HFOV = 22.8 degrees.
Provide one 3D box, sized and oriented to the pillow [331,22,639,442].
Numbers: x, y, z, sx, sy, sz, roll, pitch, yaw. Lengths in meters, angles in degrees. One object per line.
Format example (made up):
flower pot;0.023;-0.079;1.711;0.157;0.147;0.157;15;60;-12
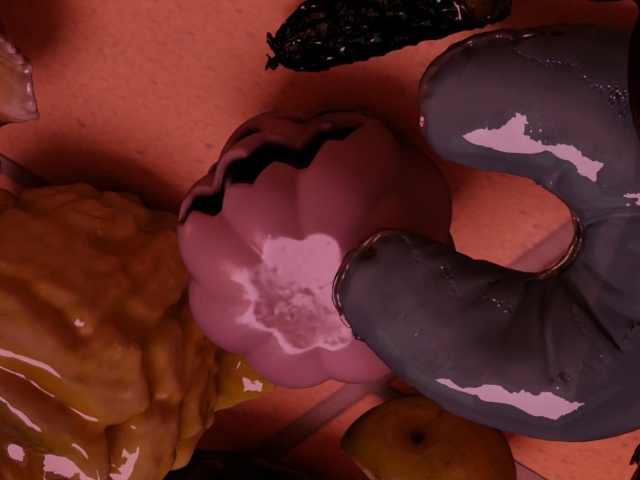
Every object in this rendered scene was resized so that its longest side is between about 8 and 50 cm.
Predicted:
pillow;0.131;-0.003;0.865;0.214;0.086;0.233;22;108;4

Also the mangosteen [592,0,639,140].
mangosteen;0.227;-0.089;0.696;0.210;0.210;0.210;17;146;12

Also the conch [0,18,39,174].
conch;-0.344;-0.160;0.976;0.352;0.210;0.297;4;157;-33

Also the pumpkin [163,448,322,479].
pumpkin;-0.118;0.394;1.363;0.454;0.454;0.344;6;144;27

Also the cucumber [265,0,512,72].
cucumber;0.037;-0.129;0.890;0.181;0.053;0.053;-11;133;44

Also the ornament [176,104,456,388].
ornament;-0.001;0.000;0.993;0.177;0.177;0.177;17;146;12

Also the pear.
pear;0.091;0.171;1.222;0.141;0.104;0.141;49;172;9

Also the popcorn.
popcorn;-0.199;0.090;1.182;0.293;0.237;0.293;17;142;14

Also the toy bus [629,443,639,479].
toy bus;0.296;0.167;1.078;0.096;0.108;0.199;36;144;-15
